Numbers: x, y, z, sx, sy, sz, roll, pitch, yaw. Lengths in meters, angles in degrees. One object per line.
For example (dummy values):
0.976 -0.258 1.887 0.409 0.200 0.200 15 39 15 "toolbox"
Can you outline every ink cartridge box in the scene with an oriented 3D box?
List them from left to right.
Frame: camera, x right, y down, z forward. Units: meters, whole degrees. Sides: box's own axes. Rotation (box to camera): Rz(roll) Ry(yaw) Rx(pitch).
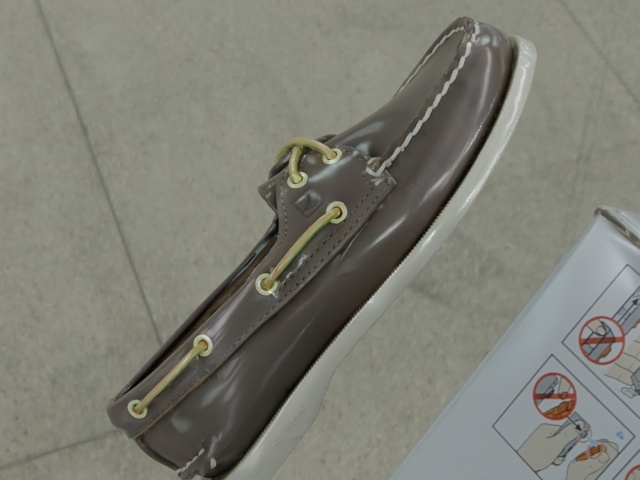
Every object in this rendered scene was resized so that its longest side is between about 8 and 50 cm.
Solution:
0.144 0.149 0.512 0.272 0.309 0.130 4 36 -51 "ink cartridge box"

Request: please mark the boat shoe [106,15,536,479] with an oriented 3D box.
0.000 0.000 0.596 0.097 0.116 0.324 34 96 -10 "boat shoe"
